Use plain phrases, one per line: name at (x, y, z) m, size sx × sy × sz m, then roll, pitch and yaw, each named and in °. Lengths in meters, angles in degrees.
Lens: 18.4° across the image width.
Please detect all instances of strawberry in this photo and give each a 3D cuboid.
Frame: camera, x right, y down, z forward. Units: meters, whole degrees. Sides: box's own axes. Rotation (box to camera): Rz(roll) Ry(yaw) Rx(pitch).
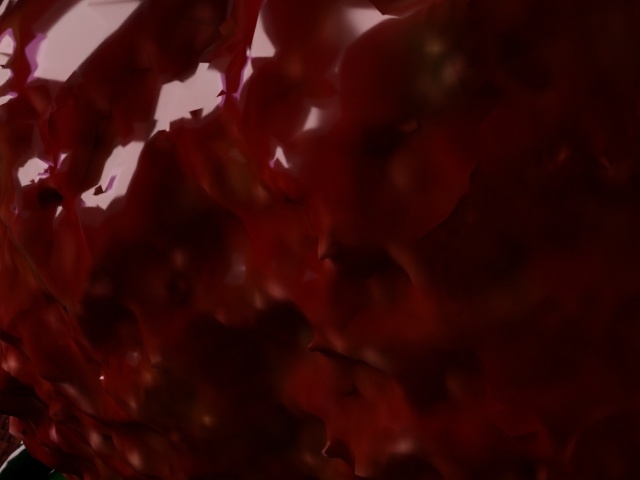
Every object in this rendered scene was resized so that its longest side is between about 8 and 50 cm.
strawberry at (0.006, -0.003, 0.564) m, size 0.312 × 0.267 × 0.351 m, roll -116°, pitch 27°, yaw -54°

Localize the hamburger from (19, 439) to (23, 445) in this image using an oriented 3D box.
hamburger at (-0.108, 0.120, 1.196) m, size 0.175 × 0.137 × 0.175 m, roll -160°, pitch 90°, yaw -81°

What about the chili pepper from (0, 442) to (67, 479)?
chili pepper at (-0.110, 0.245, 0.756) m, size 0.385 × 0.213 × 0.167 m, roll -63°, pitch -34°, yaw -16°
